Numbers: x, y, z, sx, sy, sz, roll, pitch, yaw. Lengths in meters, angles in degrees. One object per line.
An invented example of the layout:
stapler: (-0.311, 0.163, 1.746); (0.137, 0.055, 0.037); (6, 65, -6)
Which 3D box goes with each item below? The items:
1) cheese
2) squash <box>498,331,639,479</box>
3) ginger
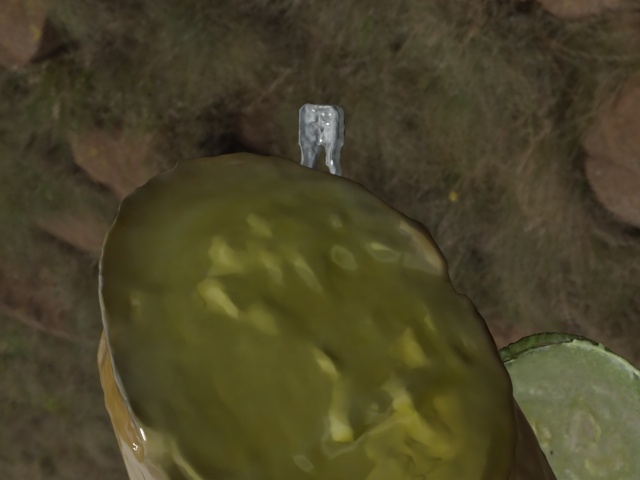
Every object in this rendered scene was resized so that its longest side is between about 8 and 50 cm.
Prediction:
cheese: (0.000, 0.000, 0.710); (0.086, 0.162, 0.036); (7, -172, 36)
squash: (0.180, 0.184, 0.956); (0.220, 0.220, 0.133); (35, 171, -5)
ginger: (0.039, 0.130, 0.374); (0.354, 0.126, 0.190); (63, 154, -2)
